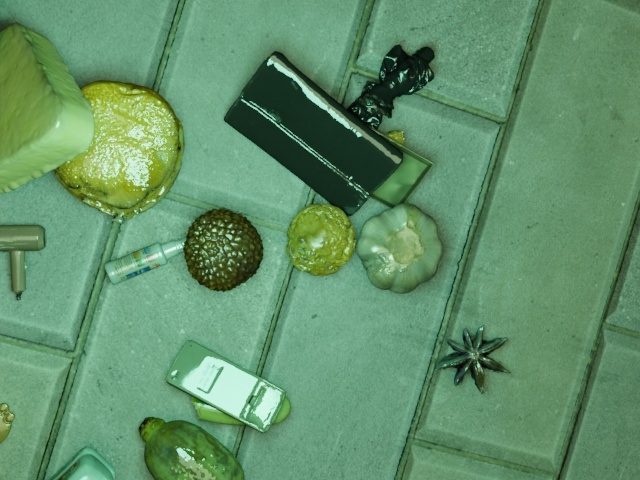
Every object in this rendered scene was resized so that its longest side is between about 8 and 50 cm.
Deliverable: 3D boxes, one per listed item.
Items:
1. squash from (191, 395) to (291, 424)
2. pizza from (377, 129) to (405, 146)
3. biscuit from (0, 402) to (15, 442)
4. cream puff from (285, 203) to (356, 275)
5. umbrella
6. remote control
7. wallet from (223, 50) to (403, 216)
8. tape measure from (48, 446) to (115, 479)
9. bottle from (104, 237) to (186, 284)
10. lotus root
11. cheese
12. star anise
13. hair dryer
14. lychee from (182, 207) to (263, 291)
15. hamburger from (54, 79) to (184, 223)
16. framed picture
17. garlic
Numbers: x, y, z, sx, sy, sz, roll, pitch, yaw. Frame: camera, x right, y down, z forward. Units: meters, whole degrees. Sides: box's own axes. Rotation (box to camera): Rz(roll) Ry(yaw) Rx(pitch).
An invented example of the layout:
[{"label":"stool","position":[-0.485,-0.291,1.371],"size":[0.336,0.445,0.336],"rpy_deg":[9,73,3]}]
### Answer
[{"label":"squash","position":[-0.197,0.419,1.818],"size":[0.250,0.083,0.083],"rpy_deg":[2,93,-8]},{"label":"pizza","position":[0.169,-0.224,1.854],"size":[0.175,0.046,0.134],"rpy_deg":[41,103,-18]},{"label":"biscuit","position":[-0.828,0.448,1.728],"size":[0.184,0.027,0.133],"rpy_deg":[7,90,-11]},{"label":"cream puff","position":[0.000,0.000,1.804],"size":[0.189,0.129,0.189],"rpy_deg":[0,90,-11]},{"label":"umbrella","position":[0.180,-0.390,1.828],"size":[0.272,0.110,0.122],"rpy_deg":[-45,66,-6]},{"label":"remote control","position":[-0.229,0.358,1.781],"size":[0.285,0.038,0.123],"rpy_deg":[26,69,2]},{"label":"wallet","position":[-0.018,-0.251,1.774],"size":[0.406,0.062,0.228],"rpy_deg":[38,118,-9]},{"label":"tape measure","position":[-0.589,0.615,1.684],"size":[0.243,0.246,0.125],"rpy_deg":[-46,103,-11]},{"label":"bottle","position":[-0.411,0.041,1.764],"size":[0.217,0.060,0.060],"rpy_deg":[-23,97,-7]},{"label":"lotus root","position":[-0.320,0.546,1.767],"size":[0.309,0.173,0.173],"rpy_deg":[41,86,-3]},{"label":"cheese","position":[-0.679,-0.254,1.609],"size":[0.104,0.384,0.384],"rpy_deg":[17,90,-53]},{"label":"star anise","position":[0.409,0.314,1.928],"size":[0.204,0.061,0.180],"rpy_deg":[-40,87,-11]},{"label":"hair dryer","position":[-0.708,0.053,1.716],"size":[0.117,0.064,0.182],"rpy_deg":[0,101,-12]},{"label":"lychee","position":[-0.227,0.028,1.730],"size":[0.200,0.200,0.238],"rpy_deg":[-31,139,-7]},{"label":"hamburger","position":[-0.467,-0.208,1.684],"size":[0.290,0.170,0.314],"rpy_deg":[20,90,-8]},{"label":"framed picture","position":[0.145,-0.183,1.834],"size":[0.231,0.010,0.173],"rpy_deg":[28,121,-12]},{"label":"garlic","position":[0.199,0.022,1.828],"size":[0.228,0.152,0.228],"rpy_deg":[0,90,-14]}]
